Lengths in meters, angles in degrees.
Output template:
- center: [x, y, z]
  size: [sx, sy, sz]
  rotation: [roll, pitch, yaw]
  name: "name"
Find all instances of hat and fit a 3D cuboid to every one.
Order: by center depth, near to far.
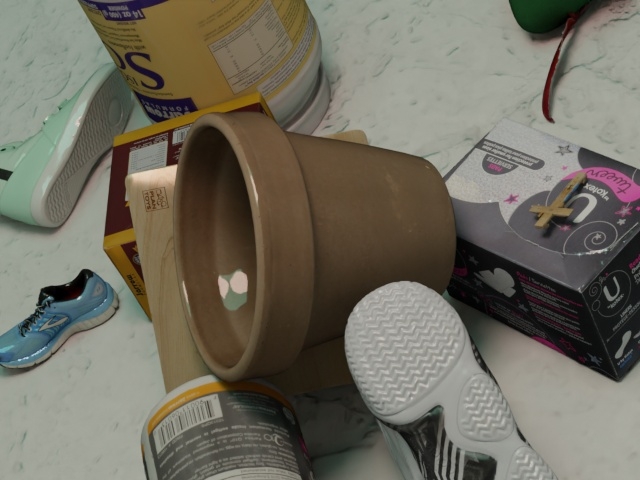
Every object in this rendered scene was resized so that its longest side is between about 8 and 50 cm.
- center: [0.265, -0.254, 2.232]
  size: [0.173, 0.184, 0.208]
  rotation: [17, 16, 32]
  name: "hat"

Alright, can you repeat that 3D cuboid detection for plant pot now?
- center: [0.000, 0.000, 1.829]
  size: [0.229, 0.263, 0.263]
  rotation: [-4, 35, -23]
  name: "plant pot"

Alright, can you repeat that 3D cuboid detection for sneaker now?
- center: [0.144, 0.219, 1.740]
  size: [0.137, 0.210, 0.366]
  rotation: [-26, 75, 4]
  name: "sneaker"
- center: [-0.319, 0.084, 2.175]
  size: [0.162, 0.073, 0.063]
  rotation: [-34, 41, -6]
  name: "sneaker"
- center: [-0.351, -0.136, 2.396]
  size: [0.151, 0.094, 0.256]
  rotation: [10, 56, 29]
  name: "sneaker"

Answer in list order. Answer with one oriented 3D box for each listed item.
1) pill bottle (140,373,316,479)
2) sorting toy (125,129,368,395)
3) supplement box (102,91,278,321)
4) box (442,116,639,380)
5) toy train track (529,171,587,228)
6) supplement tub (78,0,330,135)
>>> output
- center: [-0.075, 0.271, 1.783]
  size: [0.162, 0.162, 0.278]
  rotation: [-25, 42, 5]
  name: "pill bottle"
- center: [-0.055, 0.036, 1.971]
  size: [0.255, 0.089, 0.257]
  rotation: [-11, 86, -4]
  name: "sorting toy"
- center: [-0.132, -0.038, 2.152]
  size: [0.191, 0.129, 0.194]
  rotation: [-16, 42, 14]
  name: "supplement box"
- center: [0.242, 0.000, 1.894]
  size: [0.163, 0.142, 0.247]
  rotation: [-45, 44, -17]
  name: "box"
- center: [0.235, -0.036, 1.818]
  size: [0.048, 0.014, 0.083]
  rotation: [9, 46, 43]
  name: "toy train track"
- center: [-0.140, -0.267, 2.235]
  size: [0.241, 0.331, 0.241]
  rotation: [-16, 42, 15]
  name: "supplement tub"
